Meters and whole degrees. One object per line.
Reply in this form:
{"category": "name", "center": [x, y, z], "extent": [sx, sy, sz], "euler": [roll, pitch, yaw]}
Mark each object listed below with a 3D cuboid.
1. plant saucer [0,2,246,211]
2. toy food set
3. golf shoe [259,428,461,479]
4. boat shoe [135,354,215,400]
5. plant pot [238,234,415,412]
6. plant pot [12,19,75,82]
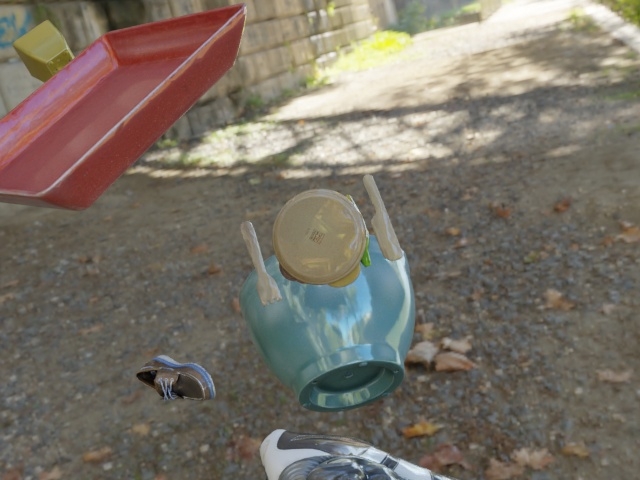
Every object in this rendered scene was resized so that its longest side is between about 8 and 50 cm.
{"category": "plant saucer", "center": [-0.212, -0.116, 0.742], "extent": [0.259, 0.048, 0.258], "euler": [6, 48, 46]}
{"category": "toy food set", "center": [0.000, 0.000, 1.024], "extent": [0.192, 0.132, 0.038], "euler": [-19, -5, 9]}
{"category": "golf shoe", "center": [0.044, 0.167, 0.519], "extent": [0.077, 0.198, 0.094], "euler": [-56, 36, -3]}
{"category": "boat shoe", "center": [-0.254, 0.250, 1.378], "extent": [0.066, 0.066, 0.183], "euler": [-23, 18, -40]}
{"category": "plant pot", "center": [0.027, 0.154, 1.281], "extent": [0.293, 0.293, 0.196], "euler": [-14, 55, -1]}
{"category": "plant pot", "center": [-0.489, -0.333, 1.440], "extent": [0.081, 0.081, 0.083], "euler": [-41, 56, -17]}
